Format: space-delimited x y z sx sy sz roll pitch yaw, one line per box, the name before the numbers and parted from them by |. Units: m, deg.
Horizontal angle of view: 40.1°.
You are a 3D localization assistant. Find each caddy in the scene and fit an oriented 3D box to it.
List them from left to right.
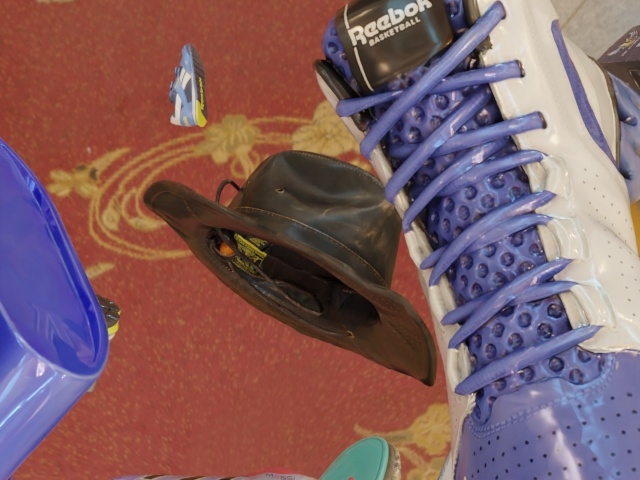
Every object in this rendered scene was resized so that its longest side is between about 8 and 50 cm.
caddy | -0.298 0.035 0.577 0.179 0.241 0.341 -45 52 12

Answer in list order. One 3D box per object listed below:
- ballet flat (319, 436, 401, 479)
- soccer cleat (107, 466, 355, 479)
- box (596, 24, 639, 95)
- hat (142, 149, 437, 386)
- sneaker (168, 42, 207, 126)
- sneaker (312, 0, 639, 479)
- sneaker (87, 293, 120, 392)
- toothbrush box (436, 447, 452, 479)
ballet flat | 0.002 0.471 1.178 0.182 0.164 0.483 62 36 -10
soccer cleat | -0.076 0.239 0.780 0.248 0.083 0.095 9 28 -6
box | 0.346 -0.071 0.700 0.059 0.183 0.233 -41 108 -10
hat | 0.000 0.000 0.825 0.331 0.331 0.134 33 73 7
sneaker | -0.220 -0.252 1.426 0.059 0.053 0.144 -8 75 17
sneaker | 0.070 -0.016 0.388 0.182 0.127 0.316 40 39 -32
sneaker | -0.386 0.106 1.156 0.300 0.111 0.121 22 105 38
toothbrush box | 0.224 0.266 0.639 0.216 0.295 0.126 21 84 42
